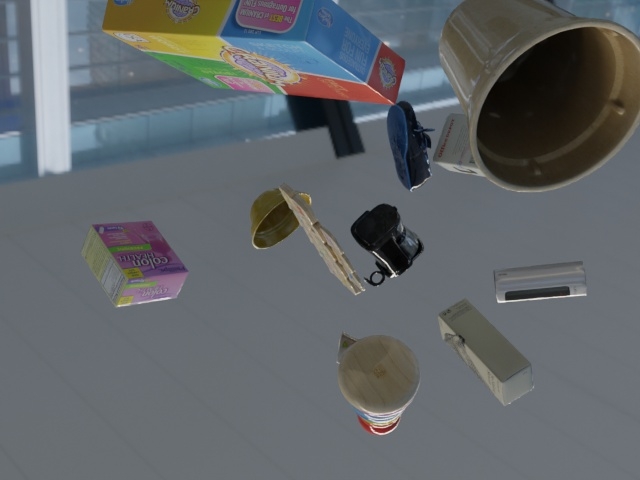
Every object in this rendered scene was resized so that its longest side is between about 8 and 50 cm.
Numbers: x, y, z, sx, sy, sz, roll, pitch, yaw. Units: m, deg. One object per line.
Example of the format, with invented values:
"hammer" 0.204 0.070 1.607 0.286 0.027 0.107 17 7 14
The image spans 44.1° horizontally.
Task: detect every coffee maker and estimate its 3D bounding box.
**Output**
"coffee maker" 0.154 0.016 1.940 0.120 0.171 0.178 20 168 34

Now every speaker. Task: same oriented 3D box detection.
"speaker" 0.339 0.064 1.222 0.136 0.055 0.055 -6 -156 13

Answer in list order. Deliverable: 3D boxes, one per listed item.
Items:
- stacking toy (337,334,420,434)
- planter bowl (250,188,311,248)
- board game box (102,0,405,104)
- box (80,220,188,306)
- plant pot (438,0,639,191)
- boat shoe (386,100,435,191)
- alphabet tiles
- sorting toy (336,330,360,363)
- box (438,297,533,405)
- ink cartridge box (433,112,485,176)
"stacking toy" 0.113 0.296 1.482 0.141 0.330 0.141 -2 -117 5
"planter bowl" -0.136 -0.084 2.276 0.217 0.217 0.090 -22 -120 -44
"board game box" -0.083 -0.254 1.030 0.317 0.064 0.242 12 178 31
"box" -0.559 0.064 2.371 0.214 0.117 0.243 -6 -134 -46
"plant pot" 0.374 -0.311 1.453 0.334 0.333 0.305 -1 -141 -17
"boat shoe" 0.216 -0.236 1.878 0.089 0.258 0.109 -27 -126 -10
"alphabet tiles" 0.000 0.000 1.745 0.021 0.284 0.278 -37 -144 -6
"sorting toy" 0.076 0.272 1.925 0.083 0.075 0.045 24 168 2
"box" 0.417 0.279 2.012 0.094 0.113 0.275 -29 -138 -11
"ink cartridge box" 0.365 -0.221 1.845 0.072 0.127 0.175 21 178 -41
